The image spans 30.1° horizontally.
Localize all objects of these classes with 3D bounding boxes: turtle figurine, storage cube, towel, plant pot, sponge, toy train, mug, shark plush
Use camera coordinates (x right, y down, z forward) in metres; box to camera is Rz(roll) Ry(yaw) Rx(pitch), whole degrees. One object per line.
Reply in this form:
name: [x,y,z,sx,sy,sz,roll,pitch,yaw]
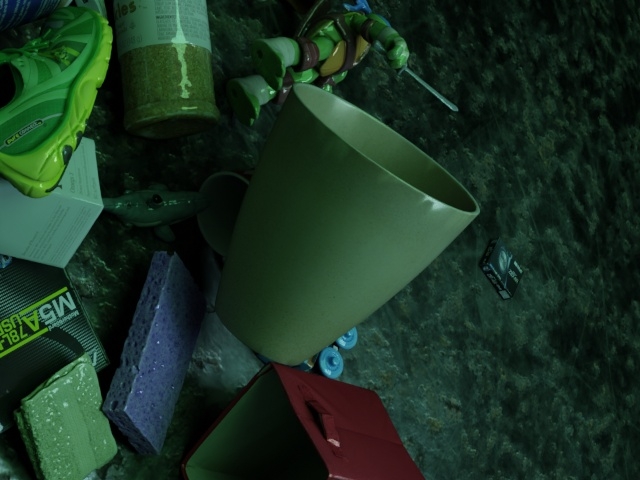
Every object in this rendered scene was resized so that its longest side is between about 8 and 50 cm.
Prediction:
turtle figurine: [0.027,-0.207,1.622,0.266,0.197,0.275,-19,105,-37]
storage cube: [-0.016,0.286,1.404,0.193,0.215,0.184,21,26,-42]
towel: [-0.271,0.204,1.278,0.110,0.027,0.148,-41,135,-42]
plant pot: [0.000,0.000,1.381,0.256,0.274,0.256,33,15,-10]
sponge: [-0.189,0.131,1.386,0.117,0.031,0.210,65,32,-52]
toy train: [-0.006,0.112,1.593,0.105,0.080,0.184,44,51,-22]
mug: [-0.074,-0.036,1.563,0.113,0.150,0.169,43,34,19]
shark plush: [-0.209,-0.050,1.426,0.161,0.067,0.073,17,67,-43]

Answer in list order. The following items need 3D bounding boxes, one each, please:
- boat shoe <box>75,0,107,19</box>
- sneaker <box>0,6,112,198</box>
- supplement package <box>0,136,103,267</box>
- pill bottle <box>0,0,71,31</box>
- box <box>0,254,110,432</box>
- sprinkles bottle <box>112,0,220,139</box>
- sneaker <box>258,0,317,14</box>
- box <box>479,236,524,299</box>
boat shoe: [-0.285,-0.308,1.448,0.100,0.035,0.035,68,15,-3]
sneaker: [-0.287,-0.166,1.198,0.123,0.109,0.296,27,32,-19]
supplement package: [-0.330,-0.059,1.225,0.179,0.105,0.105,15,41,-32]
pill bottle: [-0.390,-0.279,1.233,0.264,0.153,0.153,-32,103,-47]
box: [-0.337,0.095,1.265,0.190,0.045,0.184,-31,100,-47]
sprinkles bottle: [-0.200,-0.310,1.468,0.121,0.121,0.356,1,78,-47]
sneaker: [-0.089,-0.408,1.627,0.290,0.105,0.123,26,58,-42]
box: [0.303,0.047,1.984,0.083,0.018,0.067,53,47,-23]
